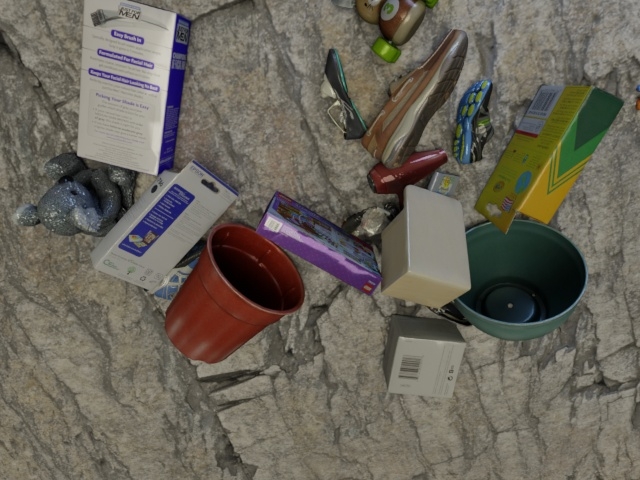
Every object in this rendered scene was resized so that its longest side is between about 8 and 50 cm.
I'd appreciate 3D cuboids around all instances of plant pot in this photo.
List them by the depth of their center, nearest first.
[{"bbox_3d":[0.459,0.121,1.002,0.293,0.293,0.196,-19,135,7],"label":"plant pot"},{"bbox_3d":[-0.226,0.143,1.017,0.272,0.272,0.265,39,114,-13],"label":"plant pot"}]

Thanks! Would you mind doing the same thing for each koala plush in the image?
[{"bbox_3d":[-0.547,-0.076,0.944,0.196,0.221,0.203,6,110,-2],"label":"koala plush"}]

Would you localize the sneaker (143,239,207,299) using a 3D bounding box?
[{"bbox_3d":[-0.360,0.077,1.086,0.211,0.080,0.081,-36,125,14],"label":"sneaker"}]

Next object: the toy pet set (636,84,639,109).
[{"bbox_3d":[0.794,-0.304,0.935,0.122,0.065,0.114,-12,110,5],"label":"toy pet set"}]

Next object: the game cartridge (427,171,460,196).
[{"bbox_3d":[0.293,-0.133,0.989,0.083,0.017,0.056,1,121,-32],"label":"game cartridge"}]

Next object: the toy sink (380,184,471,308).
[{"bbox_3d":[0.232,0.015,0.956,0.152,0.234,0.131,15,146,-15],"label":"toy sink"}]

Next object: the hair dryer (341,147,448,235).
[{"bbox_3d":[0.201,-0.106,1.023,0.223,0.080,0.293,23,114,-26],"label":"hair dryer"}]

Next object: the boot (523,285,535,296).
[{"bbox_3d":[0.593,0.126,1.112,0.087,0.042,0.118,33,108,-18],"label":"boot"}]

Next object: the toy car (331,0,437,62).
[{"bbox_3d":[0.119,-0.483,0.843,0.188,0.149,0.155,37,117,-1],"label":"toy car"}]

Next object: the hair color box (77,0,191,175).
[{"bbox_3d":[-0.409,-0.333,0.911,0.185,0.110,0.339,14,111,-4],"label":"hair color box"}]

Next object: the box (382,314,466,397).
[{"bbox_3d":[0.276,0.314,1.137,0.182,0.119,0.181,6,110,-2],"label":"box"}]

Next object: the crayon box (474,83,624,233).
[{"bbox_3d":[0.478,-0.172,0.915,0.081,0.202,0.318,22,110,-7],"label":"crayon box"}]

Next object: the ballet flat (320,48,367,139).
[{"bbox_3d":[0.041,-0.318,0.934,0.074,0.074,0.203,-22,111,8],"label":"ballet flat"}]

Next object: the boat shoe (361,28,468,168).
[{"bbox_3d":[0.200,-0.318,0.905,0.116,0.123,0.324,35,93,22],"label":"boat shoe"}]

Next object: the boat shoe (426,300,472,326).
[{"bbox_3d":[0.325,0.166,1.110,0.206,0.065,0.075,30,108,-10],"label":"boat shoe"}]

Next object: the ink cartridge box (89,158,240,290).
[{"bbox_3d":[-0.361,-0.040,0.981,0.333,0.065,0.165,-45,140,3],"label":"ink cartridge box"}]

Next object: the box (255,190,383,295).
[{"bbox_3d":[0.000,0.000,0.980,0.293,0.201,0.057,30,108,-10],"label":"box"}]

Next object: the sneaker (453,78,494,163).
[{"bbox_3d":[0.360,-0.271,0.959,0.078,0.067,0.188,-3,110,-21],"label":"sneaker"}]
